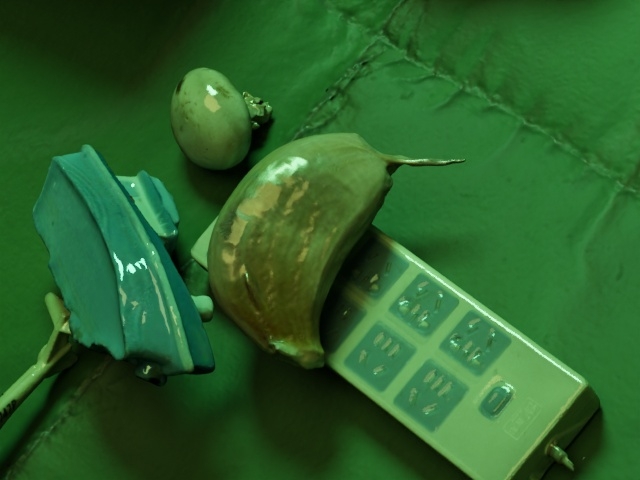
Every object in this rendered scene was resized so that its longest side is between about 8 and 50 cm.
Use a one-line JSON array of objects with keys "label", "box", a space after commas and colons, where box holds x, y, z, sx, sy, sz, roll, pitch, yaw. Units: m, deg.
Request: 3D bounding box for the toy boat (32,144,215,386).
[{"label": "toy boat", "box": [-0.138, 0.025, 1.508, 0.238, 0.098, 0.109, 58, 135, 45]}]

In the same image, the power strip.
[{"label": "power strip", "box": [0.053, 0.064, 1.453, 0.367, 0.043, 0.106, 36, 84, 33]}]

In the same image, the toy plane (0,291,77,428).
[{"label": "toy plane", "box": [-0.280, 0.167, 1.523, 0.092, 0.108, 0.286, 33, 69, 34]}]

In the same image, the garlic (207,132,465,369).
[{"label": "garlic", "box": [-0.002, -0.012, 1.451, 0.129, 0.090, 0.198, 33, 75, 18]}]

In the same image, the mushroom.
[{"label": "mushroom", "box": [-0.077, -0.100, 1.582, 0.079, 0.085, 0.085, -20, 51, -27]}]
